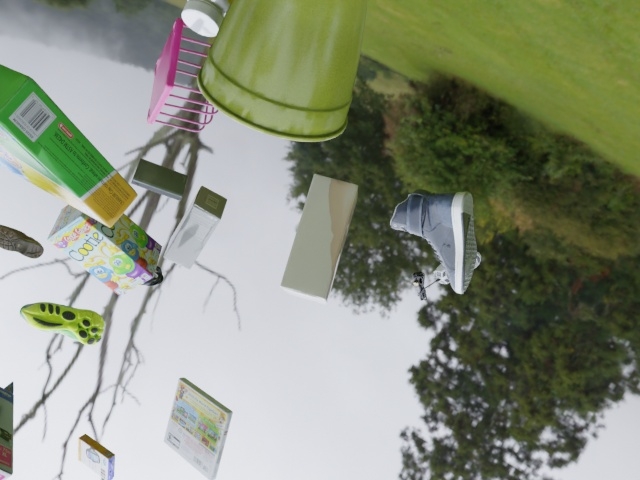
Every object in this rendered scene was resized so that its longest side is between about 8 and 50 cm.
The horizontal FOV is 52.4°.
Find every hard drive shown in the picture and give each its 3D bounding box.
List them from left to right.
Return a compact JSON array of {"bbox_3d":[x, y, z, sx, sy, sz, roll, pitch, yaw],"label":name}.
[{"bbox_3d":[-0.426,-0.162,1.732,0.135,0.022,0.094,20,-140,-16],"label":"hard drive"}]

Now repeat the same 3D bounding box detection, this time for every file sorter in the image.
[{"bbox_3d":[-0.371,-0.458,1.876,0.182,0.202,0.290,11,165,-23],"label":"file sorter"}]

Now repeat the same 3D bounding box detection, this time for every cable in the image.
[{"bbox_3d":[-0.711,0.130,2.577,0.150,0.047,0.184,31,-158,31],"label":"cable"}]

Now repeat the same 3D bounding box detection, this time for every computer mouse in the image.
[{"bbox_3d":[0.326,0.079,1.690,0.106,0.193,0.042,58,-176,-45],"label":"computer mouse"}]

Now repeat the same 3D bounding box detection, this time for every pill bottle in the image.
[{"bbox_3d":[-0.257,-0.618,1.602,0.119,0.208,0.119,19,164,6],"label":"pill bottle"}]

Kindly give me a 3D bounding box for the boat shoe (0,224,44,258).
[{"bbox_3d":[-0.925,-0.003,1.961,0.178,0.064,0.060,34,-178,-41],"label":"boat shoe"}]

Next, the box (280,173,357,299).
[{"bbox_3d":[0.000,0.000,1.706,0.121,0.311,0.148,15,171,6],"label":"box"}]

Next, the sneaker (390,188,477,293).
[{"bbox_3d":[0.232,-0.002,1.338,0.163,0.226,0.086,7,-151,30],"label":"sneaker"}]

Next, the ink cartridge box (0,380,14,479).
[{"bbox_3d":[-0.820,0.482,1.551,0.065,0.186,0.311,49,-176,-36],"label":"ink cartridge box"}]

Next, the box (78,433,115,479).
[{"bbox_3d":[-0.602,0.591,1.761,0.136,0.081,0.028,22,-153,24],"label":"box"}]

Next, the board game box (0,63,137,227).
[{"bbox_3d":[-0.429,-0.157,0.889,0.316,0.064,0.242,25,160,30],"label":"board game box"}]

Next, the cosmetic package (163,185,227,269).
[{"bbox_3d":[-0.395,-0.038,2.051,0.107,0.238,0.127,30,-150,-17],"label":"cosmetic package"}]

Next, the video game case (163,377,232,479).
[{"bbox_3d":[-0.349,0.529,1.839,0.227,0.206,0.026,22,-169,39],"label":"video game case"}]

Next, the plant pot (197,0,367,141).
[{"bbox_3d":[-0.052,-0.468,1.436,0.366,0.353,0.366,15,-144,-11],"label":"plant pot"}]

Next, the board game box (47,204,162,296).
[{"bbox_3d":[-0.617,0.007,1.883,0.275,0.142,0.144,46,-154,-32],"label":"board game box"}]

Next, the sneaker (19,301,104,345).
[{"bbox_3d":[-0.798,0.247,2.029,0.123,0.109,0.295,11,164,35],"label":"sneaker"}]
